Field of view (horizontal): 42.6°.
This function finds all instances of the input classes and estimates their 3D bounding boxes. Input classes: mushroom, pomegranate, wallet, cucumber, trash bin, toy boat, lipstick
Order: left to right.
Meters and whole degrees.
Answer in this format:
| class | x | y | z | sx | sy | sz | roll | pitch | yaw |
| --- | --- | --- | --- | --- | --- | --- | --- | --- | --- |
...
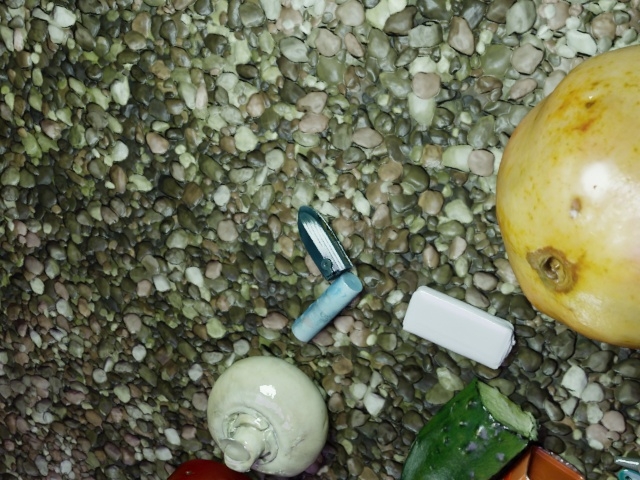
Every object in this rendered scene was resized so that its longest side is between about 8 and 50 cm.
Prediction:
| class | x | y | z | sx | sy | sz | roll | pitch | yaw |
| --- | --- | --- | --- | --- | --- | --- | --- | --- | --- |
| mushroom | -0.111 | 0.343 | 1.536 | 0.246 | 0.202 | 0.246 | 15 | 125 | 23 |
| toy boat | 0.000 | 0.000 | 1.433 | 0.055 | 0.060 | 0.141 | -35 | 83 | 29 |
| lipstick | 0.010 | 0.121 | 1.480 | 0.048 | 0.048 | 0.158 | 44 | 121 | 2 |
| cucumber | 0.233 | 0.394 | 1.465 | 0.145 | 0.105 | 0.325 | 38 | 123 | 5 |
| wallet | 0.238 | 0.149 | 1.402 | 0.190 | 0.033 | 0.095 | 22 | 119 | 15 |
| trash bin | 0.358 | 0.494 | 1.418 | 0.184 | 0.161 | 0.238 | 34 | 116 | 7 |
| pomegranate | 0.429 | -0.060 | 1.050 | 0.412 | 0.411 | 0.411 | 8 | 113 | 20 |

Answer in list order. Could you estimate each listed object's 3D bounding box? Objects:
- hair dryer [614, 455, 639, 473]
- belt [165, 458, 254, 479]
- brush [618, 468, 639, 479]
| class | x | y | z | sx | sy | sz | roll | pitch | yaw |
| --- | --- | --- | --- | --- | --- | --- | --- | --- | --- |
| hair dryer | 0.599 | 0.402 | 1.333 | 0.220 | 0.053 | 0.195 | -8 | 106 | 27 |
| belt | -0.202 | 0.605 | 1.730 | 0.324 | 0.115 | 0.227 | 27 | 121 | 13 |
| brush | 0.587 | 0.445 | 1.368 | 0.193 | 0.032 | 0.043 | 30 | 119 | 9 |
